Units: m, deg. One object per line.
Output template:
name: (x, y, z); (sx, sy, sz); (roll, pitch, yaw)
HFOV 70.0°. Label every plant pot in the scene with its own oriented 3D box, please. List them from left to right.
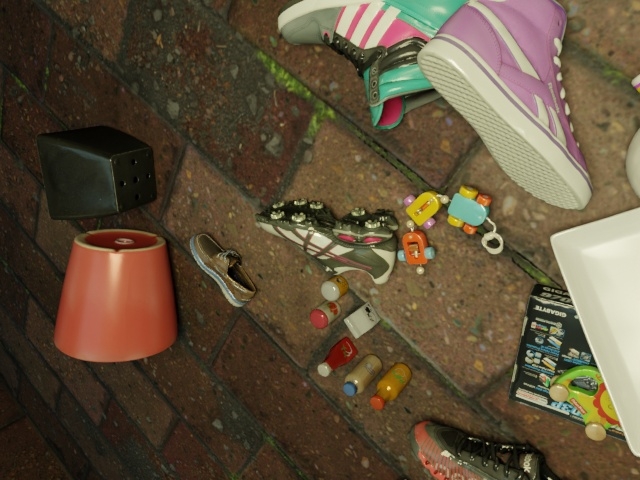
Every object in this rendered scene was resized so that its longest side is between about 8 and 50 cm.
plant pot: (-0.480, -0.148, 1.025); (0.167, 0.187, 0.188); (9, 112, 18)
plant pot: (-0.467, 0.112, 1.069); (0.275, 0.275, 0.243); (15, 105, 30)

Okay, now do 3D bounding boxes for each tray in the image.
tray: (0.390, 0.098, 0.533); (0.145, 0.030, 0.270); (-21, 72, 26)

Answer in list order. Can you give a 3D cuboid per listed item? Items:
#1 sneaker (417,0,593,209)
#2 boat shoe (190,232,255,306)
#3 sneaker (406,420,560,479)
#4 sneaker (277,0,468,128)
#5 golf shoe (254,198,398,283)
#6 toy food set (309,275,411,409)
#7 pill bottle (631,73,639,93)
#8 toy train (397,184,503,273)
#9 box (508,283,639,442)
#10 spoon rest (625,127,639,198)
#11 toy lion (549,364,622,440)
sneaker: (0.264, -0.173, 0.540); (0.282, 0.102, 0.161); (44, 85, -17)
boat shoe: (-0.200, 0.051, 0.971); (0.066, 0.066, 0.183); (-36, 95, 33)
sneaker: (0.276, 0.361, 0.725); (0.276, 0.098, 0.135); (29, 121, 21)
sneaker: (0.068, -0.248, 0.641); (0.296, 0.124, 0.178); (9, 102, 31)
golf shoe: (0.000, 0.000, 0.786); (0.273, 0.105, 0.120); (13, 121, 31)
toy food set: (0.048, 0.186, 0.814); (0.111, 0.104, 0.232); (-36, 85, 38)
pill bottle: (0.384, -0.157, 0.495); (0.083, 0.043, 0.043); (54, 128, 8)
toy train: (0.188, -0.020, 0.684); (0.166, 0.046, 0.125); (-12, 101, 40)
box: (0.382, 0.170, 0.611); (0.220, 0.051, 0.175); (14, 114, 30)
spoon rest: (0.446, -0.042, 0.446); (0.276, 0.084, 0.137); (42, 145, 32)
toy lion: (0.364, 0.201, 0.584); (0.100, 0.034, 0.096); (47, 120, 12)
